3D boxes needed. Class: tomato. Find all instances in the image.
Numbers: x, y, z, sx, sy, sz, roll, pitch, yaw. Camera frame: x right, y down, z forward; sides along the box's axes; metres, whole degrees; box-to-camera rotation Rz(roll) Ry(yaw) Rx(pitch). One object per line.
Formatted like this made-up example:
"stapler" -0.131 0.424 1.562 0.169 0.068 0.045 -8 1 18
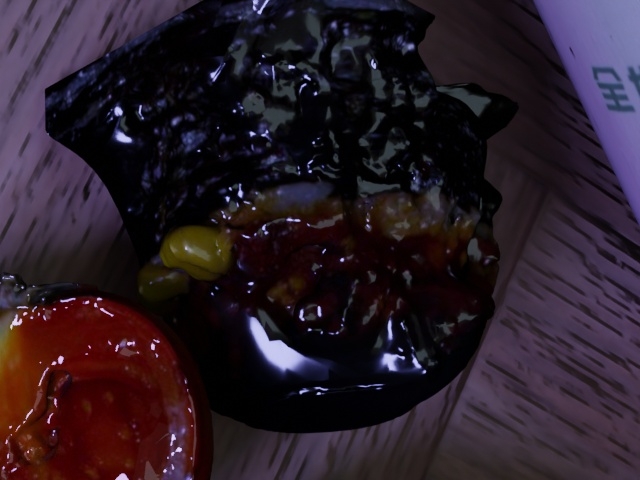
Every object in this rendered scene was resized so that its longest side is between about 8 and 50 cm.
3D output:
"tomato" -0.115 0.084 0.736 0.159 0.091 0.139 -4 85 9

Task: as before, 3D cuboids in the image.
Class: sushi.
"sushi" 0.000 0.000 0.765 0.172 0.153 0.150 20 57 -44

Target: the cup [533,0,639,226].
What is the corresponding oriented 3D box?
"cup" 0.225 -0.092 0.843 0.253 0.253 0.274 -29 107 -25
